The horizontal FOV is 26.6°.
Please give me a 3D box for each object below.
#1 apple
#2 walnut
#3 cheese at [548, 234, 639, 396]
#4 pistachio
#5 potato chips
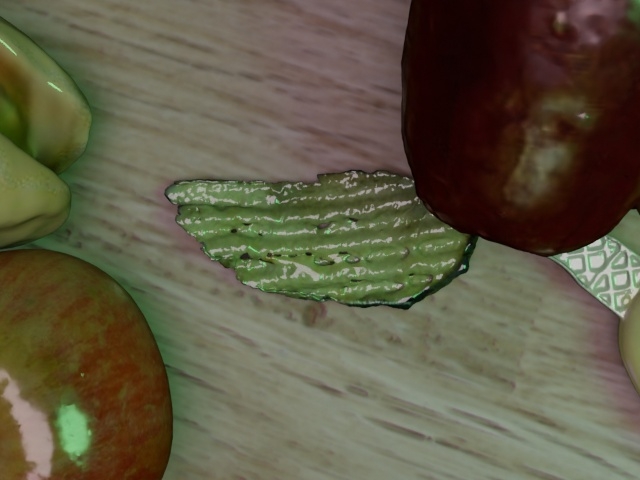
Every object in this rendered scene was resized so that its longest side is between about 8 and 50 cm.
[{"bbox_3d":[-0.191,0.108,0.845,0.209,0.164,0.209,1,94,18],"label":"apple"},{"bbox_3d":[0.175,-0.123,0.759,0.244,0.222,0.269,17,111,17],"label":"walnut"},{"bbox_3d":[0.218,0.049,0.847,0.251,0.054,0.127,38,95,3],"label":"cheese"},{"bbox_3d":[-0.304,-0.075,0.836,0.318,0.214,0.193,15,54,-2],"label":"pistachio"},{"bbox_3d":[0.000,0.000,0.878,0.207,0.028,0.092,0,93,5],"label":"potato chips"}]
